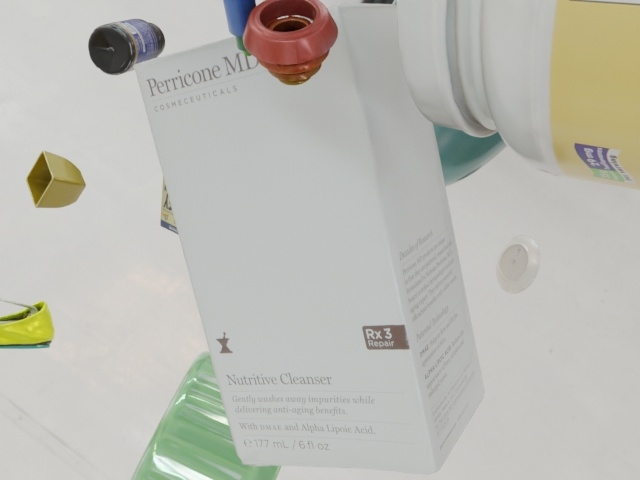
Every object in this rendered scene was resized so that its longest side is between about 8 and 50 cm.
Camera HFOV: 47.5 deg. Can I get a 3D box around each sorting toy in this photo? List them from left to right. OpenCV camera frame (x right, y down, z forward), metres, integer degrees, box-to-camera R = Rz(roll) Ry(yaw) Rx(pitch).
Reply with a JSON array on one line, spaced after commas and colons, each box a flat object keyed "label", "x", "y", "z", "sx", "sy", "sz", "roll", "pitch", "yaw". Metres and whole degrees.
[{"label": "sorting toy", "x": -0.020, "y": -0.120, "z": 0.394, "sx": 0.061, "sy": 0.042, "sz": 0.102, "roll": -1, "pitch": 52, "yaw": 4}]

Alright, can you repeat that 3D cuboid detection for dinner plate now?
[{"label": "dinner plate", "x": 0.458, "y": 0.054, "z": 1.706, "sx": 0.017, "sy": 0.141, "sz": 0.141, "roll": 18, "pitch": 50, "yaw": -29}]

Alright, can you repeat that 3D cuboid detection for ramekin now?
[{"label": "ramekin", "x": -0.150, "y": 0.292, "z": 0.940, "sx": 0.148, "sy": 0.303, "sz": 0.303, "roll": 26, "pitch": 52, "yaw": -3}]

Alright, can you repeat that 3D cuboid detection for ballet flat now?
[{"label": "ballet flat", "x": -0.458, "y": 0.114, "z": 0.964, "sx": 0.231, "sy": 0.077, "sz": 0.077, "roll": 1, "pitch": 93, "yaw": -55}]

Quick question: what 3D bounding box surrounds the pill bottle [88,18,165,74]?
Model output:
[{"label": "pill bottle", "x": -0.480, "y": -0.494, "z": 1.838, "sx": 0.122, "sy": 0.123, "sz": 0.219, "roll": 27, "pitch": 25, "yaw": 3}]

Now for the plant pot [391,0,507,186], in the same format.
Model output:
[{"label": "plant pot", "x": 0.180, "y": -0.222, "z": 1.153, "sx": 0.293, "sy": 0.235, "sz": 0.293, "roll": 32, "pitch": 23, "yaw": -15}]

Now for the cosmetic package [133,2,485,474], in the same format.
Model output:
[{"label": "cosmetic package", "x": 0.000, "y": 0.000, "z": 0.664, "sx": 0.156, "sy": 0.217, "sz": 0.385, "roll": -33, "pitch": 111, "yaw": -57}]

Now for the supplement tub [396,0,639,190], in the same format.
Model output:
[{"label": "supplement tub", "x": 0.235, "y": -0.138, "z": 0.401, "sx": 0.331, "sy": 0.241, "sz": 0.241, "roll": 15, "pitch": 46, "yaw": 30}]

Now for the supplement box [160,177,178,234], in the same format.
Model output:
[{"label": "supplement box", "x": -0.131, "y": -0.051, "z": 0.828, "sx": 0.083, "sy": 0.083, "sz": 0.056, "roll": -10, "pitch": 24, "yaw": -44}]

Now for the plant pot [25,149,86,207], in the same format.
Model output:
[{"label": "plant pot", "x": -0.504, "y": -0.112, "z": 1.404, "sx": 0.083, "sy": 0.081, "sz": 0.082, "roll": 10, "pitch": 39, "yaw": -47}]
